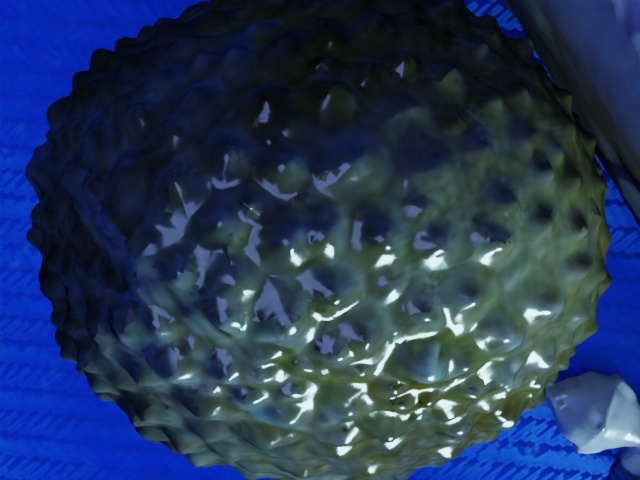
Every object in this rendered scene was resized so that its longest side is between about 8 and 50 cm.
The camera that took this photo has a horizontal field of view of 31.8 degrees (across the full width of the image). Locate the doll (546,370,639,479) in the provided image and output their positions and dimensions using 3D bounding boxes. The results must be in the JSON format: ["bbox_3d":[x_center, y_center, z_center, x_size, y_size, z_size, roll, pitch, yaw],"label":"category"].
[{"bbox_3d":[0.213,0.122,0.624,0.227,0.057,0.114,30,108,-10],"label":"doll"}]

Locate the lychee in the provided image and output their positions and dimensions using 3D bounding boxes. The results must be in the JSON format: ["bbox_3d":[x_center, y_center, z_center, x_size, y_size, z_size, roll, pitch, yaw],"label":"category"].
[{"bbox_3d":[0.000,0.000,0.519,0.255,0.274,0.255,5,102,25],"label":"lychee"}]

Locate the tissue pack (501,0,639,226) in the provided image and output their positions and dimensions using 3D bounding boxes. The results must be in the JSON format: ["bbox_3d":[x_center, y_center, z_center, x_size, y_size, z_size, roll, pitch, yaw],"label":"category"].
[{"bbox_3d":[0.176,-0.080,0.493,0.125,0.242,0.343,-32,96,6],"label":"tissue pack"}]
